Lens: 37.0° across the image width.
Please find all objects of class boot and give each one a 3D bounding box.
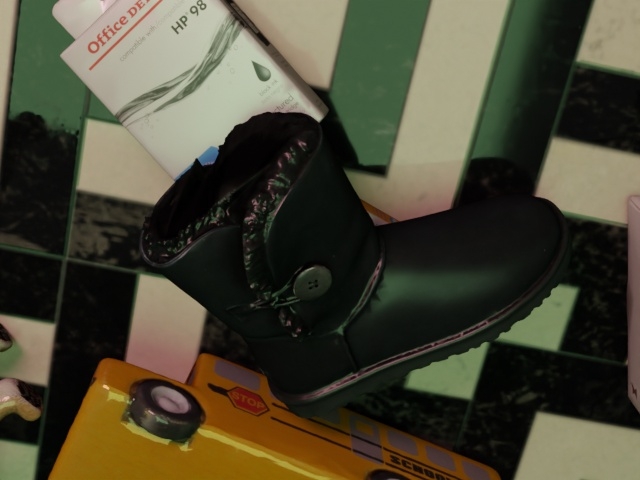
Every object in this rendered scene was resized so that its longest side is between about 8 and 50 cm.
[{"bbox_3d":[0.033,-0.004,0.612,0.247,0.094,0.207,-30,134,3],"label":"boot"}]

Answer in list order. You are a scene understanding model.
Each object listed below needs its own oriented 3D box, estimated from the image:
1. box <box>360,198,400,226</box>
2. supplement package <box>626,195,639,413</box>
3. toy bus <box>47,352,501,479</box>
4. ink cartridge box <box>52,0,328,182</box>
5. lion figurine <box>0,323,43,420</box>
[{"bbox_3d":[0.000,0.000,0.706,0.136,0.028,0.081,29,106,-9],"label":"box"},{"bbox_3d":[0.382,0.061,0.660,0.293,0.175,0.177,-7,111,1],"label":"supplement package"},{"bbox_3d":[-0.023,0.182,0.716,0.333,0.130,0.108,24,108,-10],"label":"toy bus"},{"bbox_3d":[-0.093,-0.117,0.630,0.104,0.060,0.180,-41,97,12],"label":"ink cartridge box"},{"bbox_3d":[-0.336,0.139,0.617,0.240,0.142,0.392,-40,149,-1],"label":"lion figurine"}]
